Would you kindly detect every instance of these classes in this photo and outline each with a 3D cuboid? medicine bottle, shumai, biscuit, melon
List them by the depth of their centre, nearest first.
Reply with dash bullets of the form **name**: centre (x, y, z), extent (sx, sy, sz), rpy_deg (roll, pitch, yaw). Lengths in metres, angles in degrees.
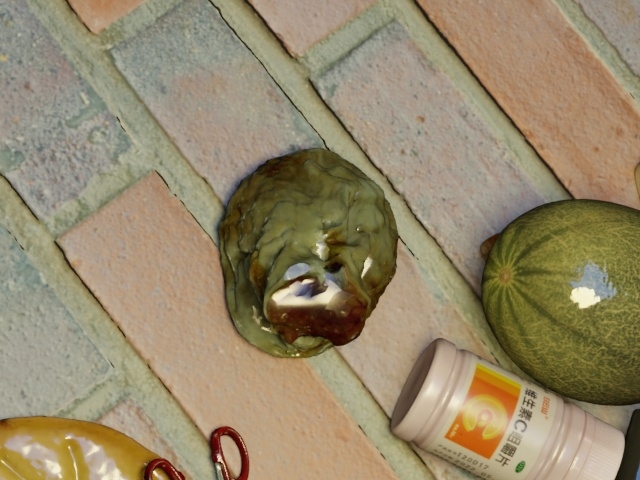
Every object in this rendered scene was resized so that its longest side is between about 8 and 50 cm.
- **biscuit**: centre (-0.265, 0.284, 1.631), extent (0.299, 0.045, 0.154), rpy_deg (15, 73, -9)
- **shumai**: centre (0.000, 0.000, 1.680), extent (0.222, 0.203, 0.272), rpy_deg (3, 71, -12)
- **melon**: centre (0.327, 0.072, 1.695), extent (0.302, 0.237, 0.237), rpy_deg (19, 71, -32)
- **medicine bottle**: centre (0.219, 0.225, 1.700), extent (0.250, 0.133, 0.133), rpy_deg (28, 72, -4)

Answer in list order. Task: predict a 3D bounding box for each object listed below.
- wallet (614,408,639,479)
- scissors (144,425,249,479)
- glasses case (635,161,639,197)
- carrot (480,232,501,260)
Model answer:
- **wallet**: centre (0.394, 0.420, 1.686), extent (0.228, 0.062, 0.406), rpy_deg (30, 71, -28)
- **scissors**: centre (-0.100, 0.343, 1.640), extent (0.144, 0.017, 0.247), rpy_deg (-22, 84, -42)
- **glasses case**: centre (0.513, 0.040, 1.837), extent (0.144, 0.076, 0.336), rpy_deg (-8, 77, -14)
- **carrot**: centre (0.305, 0.010, 1.822), extent (0.216, 0.048, 0.048), rpy_deg (-2, 76, -18)
